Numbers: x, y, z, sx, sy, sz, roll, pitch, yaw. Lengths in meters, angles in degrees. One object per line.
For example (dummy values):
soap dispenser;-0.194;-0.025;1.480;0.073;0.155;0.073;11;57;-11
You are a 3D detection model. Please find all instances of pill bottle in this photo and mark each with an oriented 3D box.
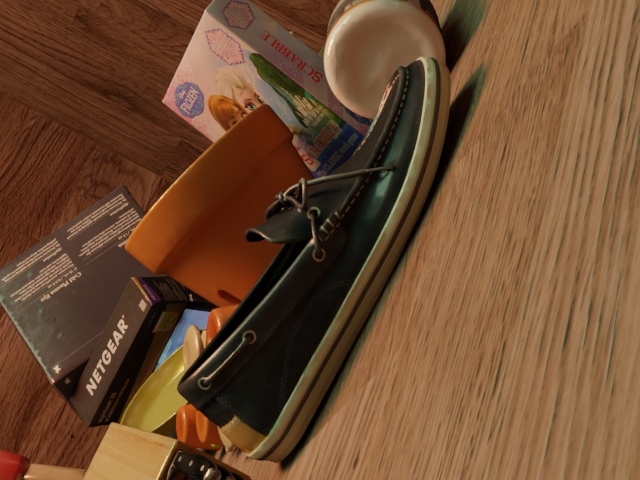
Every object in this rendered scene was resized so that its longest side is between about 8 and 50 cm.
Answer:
pill bottle;0.088;-0.276;1.728;0.162;0.162;0.278;-59;8;19

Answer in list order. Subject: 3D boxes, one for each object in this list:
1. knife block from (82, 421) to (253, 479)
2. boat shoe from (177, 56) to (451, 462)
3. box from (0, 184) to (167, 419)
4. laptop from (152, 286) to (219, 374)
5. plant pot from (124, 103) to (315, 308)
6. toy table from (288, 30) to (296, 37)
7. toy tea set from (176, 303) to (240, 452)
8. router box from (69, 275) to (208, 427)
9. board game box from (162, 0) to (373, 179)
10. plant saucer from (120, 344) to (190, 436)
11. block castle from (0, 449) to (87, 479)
knife block;-0.158;0.252;1.289;0.088;0.275;0.242;-64;-21;-16
boat shoe;0.000;0.000;1.405;0.500;0.156;0.187;-62;6;-7
box;-0.427;0.122;2.474;0.343;0.312;0.179;-35;-35;-9
laptop;-0.206;0.095;2.084;0.234;0.264;0.136;3;25;47
plant pot;-0.105;-0.022;1.776;0.291;0.203;0.291;-46;-1;-1
toy table;-0.038;-0.221;2.140;0.161;0.252;0.274;-72;-18;-64
toy tea set;-0.109;0.197;1.721;0.336;0.124;0.200;146;121;-67
router box;-0.299;0.204;2.336;0.243;0.081;0.309;-1;-50;-46
board game box;-0.074;-0.202;1.925;0.066;0.318;0.319;-53;3;-26
plant saucer;-0.217;0.232;1.961;0.241;0.037;0.241;-38;17;14
block castle;-0.485;0.576;1.876;0.453;0.212;0.303;-81;-7;-46
